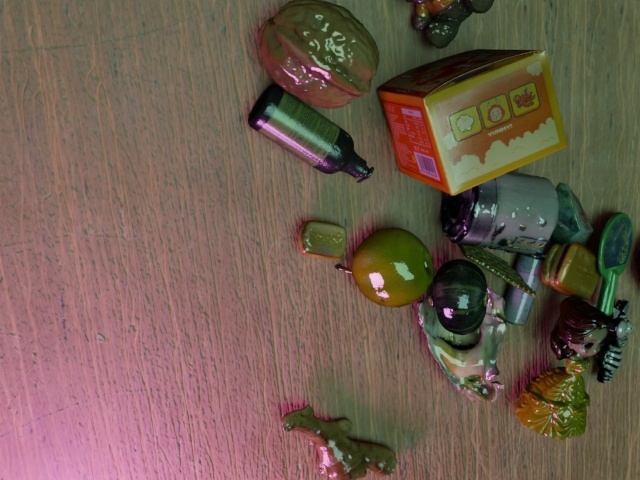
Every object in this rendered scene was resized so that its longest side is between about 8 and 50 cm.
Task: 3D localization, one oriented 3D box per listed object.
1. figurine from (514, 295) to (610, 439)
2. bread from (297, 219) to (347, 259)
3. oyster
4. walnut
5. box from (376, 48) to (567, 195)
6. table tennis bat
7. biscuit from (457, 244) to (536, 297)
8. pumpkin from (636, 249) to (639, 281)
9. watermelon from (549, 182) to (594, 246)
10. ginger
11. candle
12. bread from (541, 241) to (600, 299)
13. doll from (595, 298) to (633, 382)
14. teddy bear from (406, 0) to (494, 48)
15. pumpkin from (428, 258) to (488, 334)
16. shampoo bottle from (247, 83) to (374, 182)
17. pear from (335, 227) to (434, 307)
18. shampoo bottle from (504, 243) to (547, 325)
[{"bbox_3d":[0.593,0.296,1.696,0.188,0.168,0.315,8,118,-7],"label":"figurine"},{"bbox_3d":[0.000,0.000,1.561,0.115,0.056,0.082,5,85,-28],"label":"bread"},{"bbox_3d":[0.335,0.220,1.684,0.275,0.100,0.271,26,97,0],"label":"oyster"},{"bbox_3d":[0.001,-0.362,1.397,0.245,0.198,0.198,34,94,-16],"label":"walnut"},{"bbox_3d":[0.292,-0.254,1.447,0.260,0.283,0.213,-24,110,-7],"label":"box"},{"bbox_3d":[0.705,0.059,1.734,0.161,0.039,0.257,-4,104,-43],"label":"table tennis bat"},{"bbox_3d":[0.388,0.051,1.629,0.203,0.144,0.016,28,109,-18],"label":"biscuit"},{"bbox_3d":[0.886,0.059,1.749,0.219,0.162,0.218,-3,107,-9],"label":"pumpkin"},{"bbox_3d":[0.597,-0.047,1.707,0.094,0.081,0.180,-35,118,-30],"label":"watermelon"},{"bbox_3d":[0.037,0.486,1.688,0.334,0.081,0.148,42,87,-21],"label":"ginger"},{"bbox_3d":[0.431,-0.061,1.585,0.330,0.187,0.187,9,102,-14],"label":"candle"},{"bbox_3d":[0.595,0.070,1.696,0.200,0.077,0.115,21,84,-47],"label":"bread"},{"bbox_3d":[0.740,0.255,1.812,0.091,0.067,0.219,-5,107,-40],"label":"doll"},{"bbox_3d":[0.235,-0.507,1.451,0.190,0.177,0.140,26,52,-20],"label":"teddy bear"},{"bbox_3d":[0.302,0.121,1.560,0.125,0.167,0.167,15,103,23],"label":"pumpkin"},{"bbox_3d":[-0.009,-0.206,1.481,0.284,0.101,0.101,31,95,-19],"label":"shampoo bottle"},{"bbox_3d":[0.136,0.066,1.571,0.216,0.166,0.180,-12,124,22],"label":"pear"},{"bbox_3d":[0.488,0.092,1.706,0.072,0.072,0.214,11,102,-17],"label":"shampoo bottle"}]
